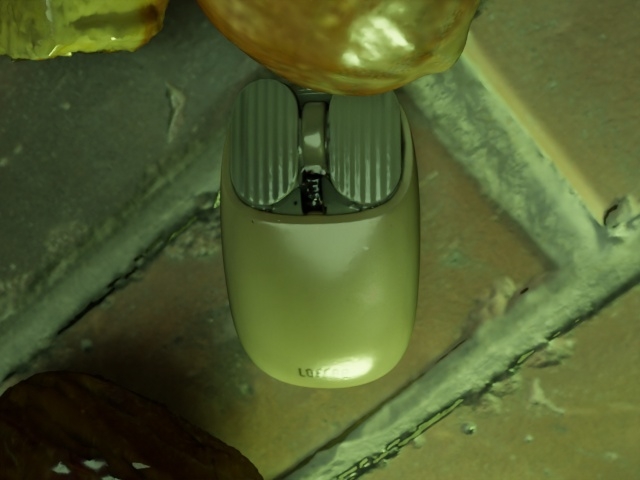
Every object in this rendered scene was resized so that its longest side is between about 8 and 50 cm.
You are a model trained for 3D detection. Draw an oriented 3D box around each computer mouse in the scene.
[{"bbox_3d":[0.000,0.000,0.589,0.145,0.082,0.236,2,107,6],"label":"computer mouse"}]

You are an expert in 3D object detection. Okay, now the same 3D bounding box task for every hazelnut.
[{"bbox_3d":[0.008,-0.180,0.470,0.176,0.214,0.214,-38,99,-10],"label":"hazelnut"}]

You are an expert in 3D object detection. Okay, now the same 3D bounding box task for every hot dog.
[{"bbox_3d":[-0.199,0.270,0.642,0.267,0.174,0.387,35,110,-1],"label":"hot dog"}]

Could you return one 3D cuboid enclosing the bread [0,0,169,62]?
[{"bbox_3d":[-0.185,-0.249,0.493,0.184,0.114,0.275,10,111,44],"label":"bread"}]
